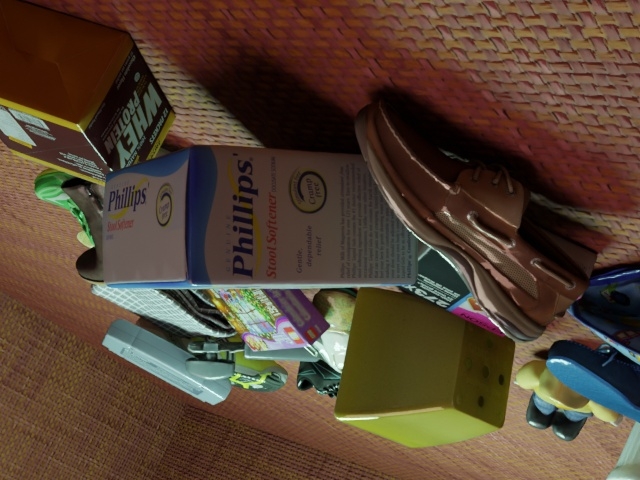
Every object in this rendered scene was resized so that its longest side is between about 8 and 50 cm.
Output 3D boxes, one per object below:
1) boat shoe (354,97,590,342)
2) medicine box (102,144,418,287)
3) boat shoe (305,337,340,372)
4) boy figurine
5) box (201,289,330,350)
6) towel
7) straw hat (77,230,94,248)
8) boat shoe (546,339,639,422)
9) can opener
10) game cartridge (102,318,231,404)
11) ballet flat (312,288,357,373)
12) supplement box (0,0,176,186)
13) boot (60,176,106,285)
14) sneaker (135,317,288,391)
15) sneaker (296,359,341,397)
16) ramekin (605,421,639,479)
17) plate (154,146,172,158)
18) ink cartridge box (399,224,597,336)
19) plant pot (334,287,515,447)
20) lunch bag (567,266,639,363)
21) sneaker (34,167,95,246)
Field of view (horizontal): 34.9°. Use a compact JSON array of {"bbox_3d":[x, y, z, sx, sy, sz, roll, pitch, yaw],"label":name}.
[{"bbox_3d":[0.165,-0.036,1.082,0.116,0.123,0.324,-37,111,21],"label":"boat shoe"},{"bbox_3d":[-0.076,-0.017,1.196,0.289,0.149,0.263,1,177,-30],"label":"medicine box"},{"bbox_3d":[0.004,0.191,2.008,0.070,0.077,0.219,4,145,48],"label":"boat shoe"},{"bbox_3d":[0.393,0.245,1.606,0.177,0.092,0.285,23,166,14],"label":"boy figurine"},{"bbox_3d":[-0.117,0.104,1.830,0.201,0.057,0.293,50,157,-9],"label":"box"},{"bbox_3d":[-0.319,0.107,2.118,0.284,0.121,0.235,33,160,-24],"label":"towel"},{"bbox_3d":[-0.383,-0.022,1.929,0.145,0.061,0.144,7,160,2],"label":"straw hat"},{"bbox_3d":[0.417,0.187,1.411,0.258,0.089,0.109,30,164,-27],"label":"boat shoe"},{"bbox_3d":[-0.141,0.248,2.154,0.284,0.095,0.076,3,-173,-6],"label":"can opener"},{"bbox_3d":[-0.338,0.268,2.241,0.294,0.060,0.196,30,164,-7],"label":"game cartridge"},{"bbox_3d":[0.061,0.196,1.862,0.123,0.123,0.348,18,161,22],"label":"ballet flat"},{"bbox_3d":[-0.315,-0.177,1.273,0.191,0.129,0.194,19,162,17],"label":"supplement box"},{"bbox_3d":[-0.337,-0.029,1.601,0.249,0.090,0.207,-13,135,30],"label":"boot"},{"bbox_3d":[-0.242,0.225,2.307,0.385,0.147,0.145,21,160,16],"label":"sneaker"},{"bbox_3d":[0.053,0.292,2.174,0.267,0.106,0.101,4,151,47],"label":"sneaker"},{"bbox_3d":[0.609,0.379,1.619,0.277,0.135,0.277,23,162,8],"label":"ramekin"},{"bbox_3d":[-0.253,-0.089,1.581,0.277,0.045,0.278,23,162,7],"label":"plate"},{"bbox_3d":[0.205,0.048,1.340,0.176,0.069,0.371,26,165,-2],"label":"ink cartridge box"},{"bbox_3d":[0.174,0.199,1.555,0.187,0.212,0.212,-4,157,42],"label":"plant pot"},{"bbox_3d":[0.427,0.124,1.176,0.221,0.138,0.293,28,172,-17],"label":"lunch bag"},{"bbox_3d":[-0.373,-0.040,1.758,0.296,0.123,0.109,23,163,10],"label":"sneaker"}]
